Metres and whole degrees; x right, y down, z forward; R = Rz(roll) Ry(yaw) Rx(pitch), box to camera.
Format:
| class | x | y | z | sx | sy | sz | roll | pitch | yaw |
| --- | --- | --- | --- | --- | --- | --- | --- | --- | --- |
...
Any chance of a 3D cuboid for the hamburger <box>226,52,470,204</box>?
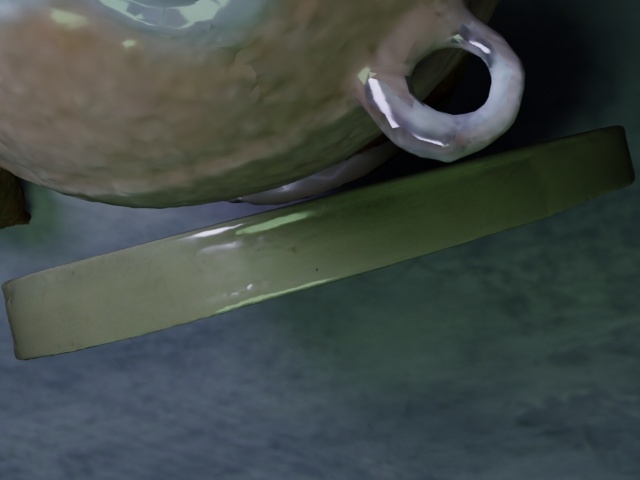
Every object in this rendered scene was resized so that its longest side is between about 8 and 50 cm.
| class | x | y | z | sx | sy | sz | roll | pitch | yaw |
| --- | --- | --- | --- | --- | --- | --- | --- | --- | --- |
| hamburger | -0.024 | -0.101 | 0.585 | 0.177 | 0.113 | 0.185 | -33 | 129 | 27 |

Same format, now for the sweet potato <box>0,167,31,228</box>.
| class | x | y | z | sx | sy | sz | roll | pitch | yaw |
| --- | --- | --- | --- | --- | --- | --- | --- | --- | --- |
| sweet potato | -0.197 | -0.064 | 0.676 | 0.068 | 0.068 | 0.226 | -21 | 126 | 28 |

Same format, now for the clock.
| class | x | y | z | sx | sy | sz | roll | pitch | yaw |
| --- | --- | --- | --- | --- | --- | --- | --- | --- | --- |
| clock | 0.000 | 0.000 | 0.605 | 0.235 | 0.235 | 0.029 | -14 | 91 | 23 |

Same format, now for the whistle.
| class | x | y | z | sx | sy | sz | roll | pitch | yaw |
| --- | --- | --- | --- | --- | --- | --- | --- | --- | --- |
| whistle | -0.075 | -0.139 | 0.422 | 0.348 | 0.189 | 0.189 | 45 | 141 | 26 |
